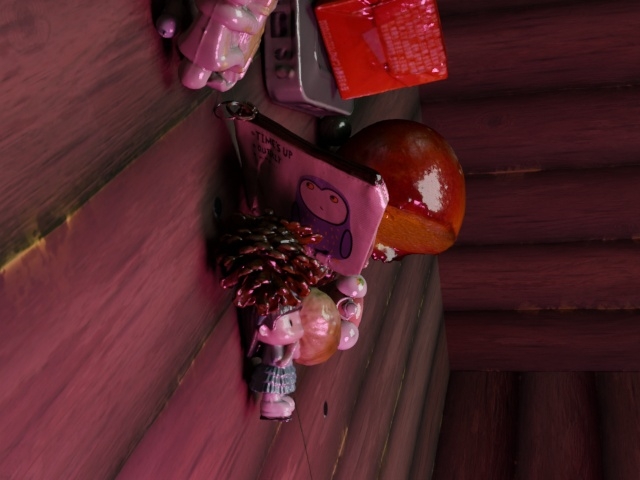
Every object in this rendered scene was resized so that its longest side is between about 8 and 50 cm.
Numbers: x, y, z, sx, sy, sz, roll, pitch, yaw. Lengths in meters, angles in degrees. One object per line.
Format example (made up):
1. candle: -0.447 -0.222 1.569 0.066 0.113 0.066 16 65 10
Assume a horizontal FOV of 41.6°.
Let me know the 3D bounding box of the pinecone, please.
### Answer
1. pinecone: -0.086 0.035 1.373 0.195 0.179 0.150 -90 -169 -58

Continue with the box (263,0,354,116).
1. box: -0.017 -0.472 1.790 0.396 0.111 0.396 -13 100 -72

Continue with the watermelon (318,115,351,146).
1. watermelon: 0.036 -0.263 2.007 0.110 0.078 0.078 23 66 -74

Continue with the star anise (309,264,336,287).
1. star anise: 0.000 0.000 1.748 0.190 0.125 0.220 -35 150 -39

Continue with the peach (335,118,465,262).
1. peach: 0.177 -0.126 2.012 0.406 0.334 0.310 41 45 -63

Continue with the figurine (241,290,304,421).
1. figurine: -0.082 0.189 1.497 0.138 0.110 0.246 -29 119 -83

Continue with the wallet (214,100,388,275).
1. wallet: -0.031 -0.080 1.422 0.068 0.335 0.275 -43 149 -31

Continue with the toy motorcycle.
1. toy motorcycle: -0.134 -0.325 1.237 0.223 0.107 0.341 -56 176 -28

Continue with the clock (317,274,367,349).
1. clock: 0.033 0.151 1.797 0.162 0.092 0.166 153 -49 -68

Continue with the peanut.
1. peanut: -0.021 0.174 1.644 0.224 0.129 0.129 74 20 -62

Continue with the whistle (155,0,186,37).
1. whistle: -0.215 -0.328 1.224 0.035 0.035 0.100 69 23 -47

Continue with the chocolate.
1. chocolate: 0.125 -0.422 1.704 0.237 0.234 0.108 67 16 -46
